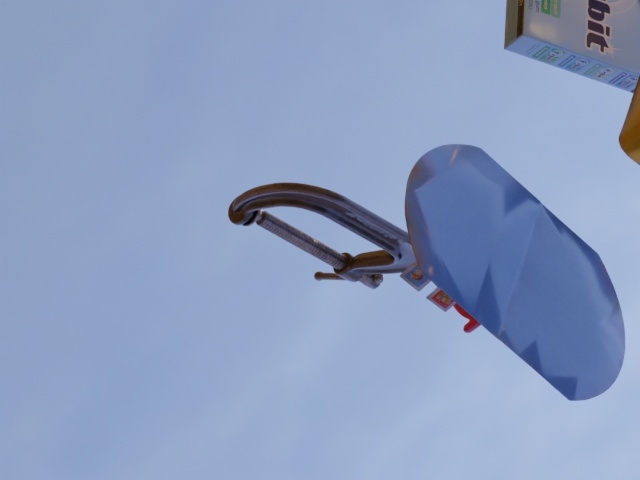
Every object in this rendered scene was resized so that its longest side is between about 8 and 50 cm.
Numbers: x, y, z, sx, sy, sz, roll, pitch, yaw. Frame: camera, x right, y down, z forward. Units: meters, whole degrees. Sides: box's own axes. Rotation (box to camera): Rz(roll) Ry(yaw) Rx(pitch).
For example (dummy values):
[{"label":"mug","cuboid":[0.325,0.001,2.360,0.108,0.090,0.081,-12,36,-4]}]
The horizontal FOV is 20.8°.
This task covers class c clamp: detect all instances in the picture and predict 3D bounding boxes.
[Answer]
[{"label":"c clamp","cuboid":[0.000,0.000,1.149,0.137,0.161,0.022,-1,-114,41]}]

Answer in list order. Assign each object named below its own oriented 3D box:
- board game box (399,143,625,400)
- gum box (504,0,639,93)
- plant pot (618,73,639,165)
[{"label":"board game box","cuboid":[0.104,0.022,1.000,0.033,0.169,0.133,-40,-164,36]},{"label":"gum box","cuboid":[0.283,-0.249,1.833,0.041,0.184,0.157,-37,-137,57]},{"label":"plant pot","cuboid":[0.402,-0.128,1.426,0.187,0.212,0.212,-42,-163,47]}]
